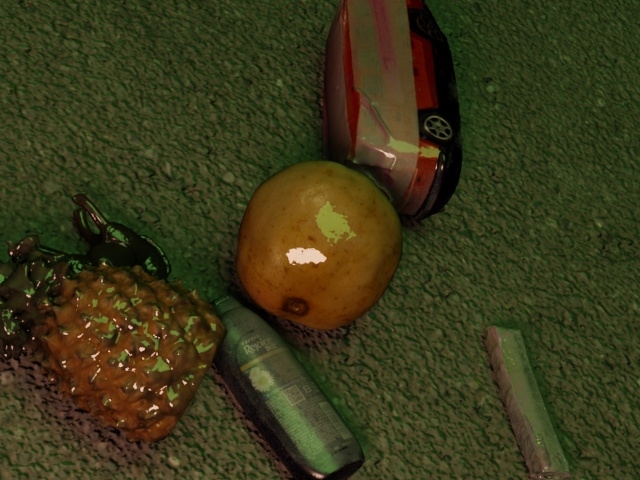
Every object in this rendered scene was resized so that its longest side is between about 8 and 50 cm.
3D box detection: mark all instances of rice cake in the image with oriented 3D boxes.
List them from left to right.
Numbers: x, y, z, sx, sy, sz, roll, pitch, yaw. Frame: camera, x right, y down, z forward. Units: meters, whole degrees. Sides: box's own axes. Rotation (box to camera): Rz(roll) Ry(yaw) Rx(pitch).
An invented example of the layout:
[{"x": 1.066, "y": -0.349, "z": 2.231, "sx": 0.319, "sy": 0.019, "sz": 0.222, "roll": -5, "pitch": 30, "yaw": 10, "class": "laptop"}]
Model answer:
[{"x": 0.233, "y": 0.182, "z": 1.909, "sx": 0.043, "sy": 0.034, "sz": 0.211, "roll": 5, "pitch": 50, "yaw": -28, "class": "rice cake"}]

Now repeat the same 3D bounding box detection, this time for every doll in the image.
[{"x": -0.226, "y": 0.028, "z": 1.789, "sx": 0.165, "sy": 0.057, "sz": 0.139, "roll": 39, "pitch": 42, "yaw": 1, "class": "doll"}]

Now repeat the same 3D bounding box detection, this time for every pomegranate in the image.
[{"x": 0.000, "y": 0.000, "z": 1.854, "sx": 0.196, "sy": 0.196, "sz": 0.196, "roll": 15, "pitch": 47, "yaw": -16, "class": "pomegranate"}]

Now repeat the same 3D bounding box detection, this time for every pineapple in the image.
[{"x": -0.269, "y": 0.066, "z": 1.663, "sx": 0.340, "sy": 0.169, "sz": 0.169, "roll": 28, "pitch": 45, "yaw": 1, "class": "pineapple"}]

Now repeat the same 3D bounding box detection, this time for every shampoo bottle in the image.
[{"x": -0.047, "y": 0.158, "z": 1.771, "sx": 0.087, "sy": 0.049, "sz": 0.233, "roll": -23, "pitch": 65, "yaw": -37, "class": "shampoo bottle"}]

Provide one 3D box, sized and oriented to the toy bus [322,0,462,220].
[{"x": 0.083, "y": -0.168, "z": 2.069, "sx": 0.147, "sy": 0.127, "sz": 0.302, "roll": 10, "pitch": 50, "yaw": -13, "class": "toy bus"}]
